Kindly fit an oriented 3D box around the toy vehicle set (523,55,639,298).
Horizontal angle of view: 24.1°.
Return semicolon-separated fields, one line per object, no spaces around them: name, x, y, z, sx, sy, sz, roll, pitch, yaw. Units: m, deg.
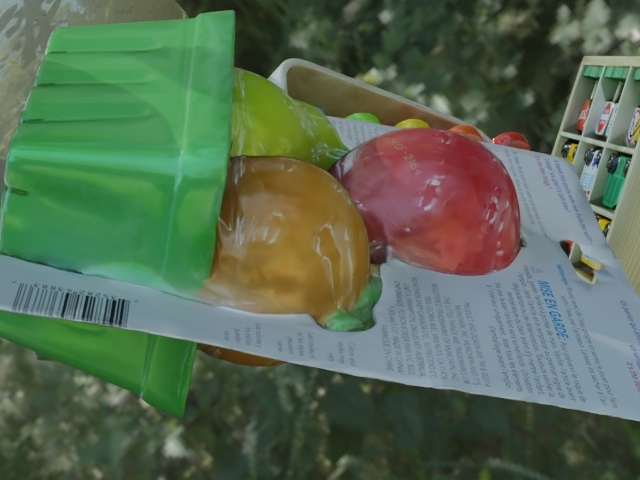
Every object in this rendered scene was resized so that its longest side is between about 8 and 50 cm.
toy vehicle set;0.215;-0.054;1.122;0.267;0.035;0.166;-108;34;-83

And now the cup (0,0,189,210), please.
cup;-0.238;-0.126;1.252;0.237;0.331;0.331;-58;18;-5

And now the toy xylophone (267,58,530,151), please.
toy xylophone;0.020;-0.045;1.314;0.236;0.322;0.081;-51;45;37

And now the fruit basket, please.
fruit basket;0.000;0.000;0.836;0.327;0.353;0.165;-97;24;-63
